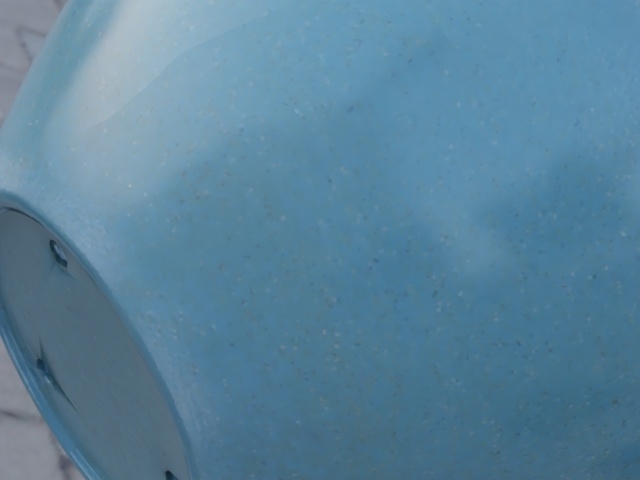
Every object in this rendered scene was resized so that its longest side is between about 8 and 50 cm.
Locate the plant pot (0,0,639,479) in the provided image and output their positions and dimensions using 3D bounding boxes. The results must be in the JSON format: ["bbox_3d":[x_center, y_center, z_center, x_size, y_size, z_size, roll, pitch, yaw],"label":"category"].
[{"bbox_3d":[0.000,0.000,0.569,0.195,0.290,0.290,-30,50,-26],"label":"plant pot"}]
